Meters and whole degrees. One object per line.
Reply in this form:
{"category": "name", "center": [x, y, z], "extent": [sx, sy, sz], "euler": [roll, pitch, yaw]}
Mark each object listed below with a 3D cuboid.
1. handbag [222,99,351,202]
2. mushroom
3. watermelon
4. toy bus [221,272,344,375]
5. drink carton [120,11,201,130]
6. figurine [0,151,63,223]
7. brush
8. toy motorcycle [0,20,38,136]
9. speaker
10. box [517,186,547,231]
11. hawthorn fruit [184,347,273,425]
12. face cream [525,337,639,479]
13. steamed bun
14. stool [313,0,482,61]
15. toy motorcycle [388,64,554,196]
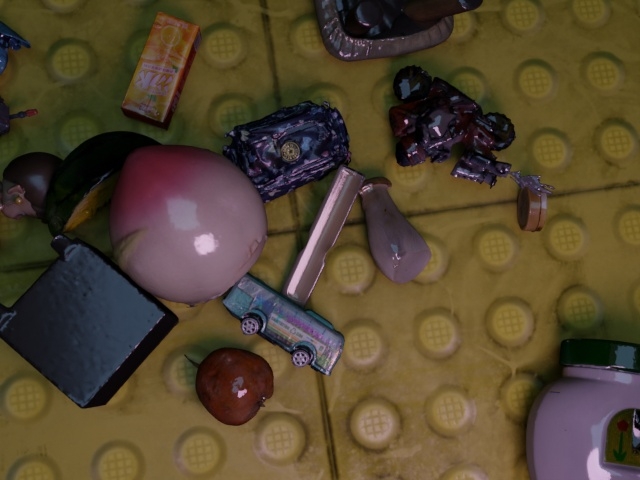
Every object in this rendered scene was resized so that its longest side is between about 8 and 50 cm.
{"category": "handbag", "center": [-0.067, -0.188, 1.509], "extent": [0.260, 0.113, 0.162], "euler": [-20, 79, -1]}
{"category": "mushroom", "center": [0.137, -0.022, 1.523], "extent": [0.116, 0.093, 0.225], "euler": [-26, 76, -23]}
{"category": "watermelon", "center": [-0.405, -0.128, 1.416], "extent": [0.123, 0.129, 0.301], "euler": [31, 50, 26]}
{"category": "toy bus", "center": [-0.072, 0.168, 1.462], "extent": [0.262, 0.091, 0.109], "euler": [33, 89, -2]}
{"category": "drink carton", "center": [-0.329, -0.351, 1.526], "extent": [0.096, 0.071, 0.222], "euler": [18, 81, -3]}
{"category": "figurine", "center": [-0.574, -0.085, 1.429], "extent": [0.276, 0.161, 0.158], "euler": [-19, 108, -7]}
{"category": "brush", "center": [0.000, 0.000, 1.506], "extent": [0.060, 0.050, 0.321], "euler": [25, 95, 0]}
{"category": "toy motorcycle", "center": [-0.670, -0.334, 1.472], "extent": [0.182, 0.123, 0.272], "euler": [-9, 80, 15]}
{"category": "speaker", "center": [-0.445, 0.152, 1.387], "extent": [0.254, 0.184, 0.232], "euler": [39, 80, 4]}
{"category": "box", "center": [0.445, -0.070, 1.546], "extent": [0.037, 0.105, 0.105], "euler": [1, 82, 1]}
{"category": "hawthorn fruit", "center": [-0.183, 0.277, 1.415], "extent": [0.189, 0.149, 0.149], "euler": [14, 81, -5]}
{"category": "face cream", "center": [0.563, 0.383, 1.435], "extent": [0.313, 0.219, 0.357], "euler": [9, 78, -3]}
{"category": "steamed bun", "center": [-0.263, -0.054, 1.354], "extent": [0.309, 0.309, 0.309], "euler": [1, 82, -6]}
{"category": "stool", "center": [0.149, -0.554, 1.505], "extent": [0.310, 0.226, 0.310], "euler": [-15, 92, -14]}
{"category": "toy motorcycle", "center": [0.299, -0.199, 1.530], "extent": [0.401, 0.134, 0.207], "euler": [31, 80, 6]}
